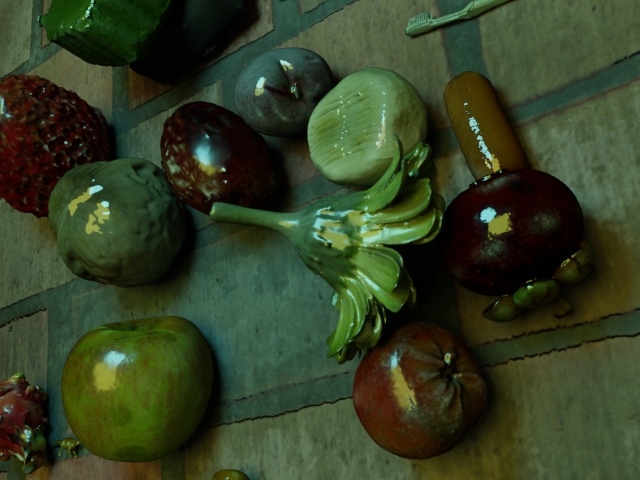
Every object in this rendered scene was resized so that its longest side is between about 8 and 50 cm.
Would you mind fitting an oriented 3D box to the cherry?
[{"bbox_3d":[-0.067,-0.248,1.180,0.176,0.140,0.176,-19,27,10],"label":"cherry"}]

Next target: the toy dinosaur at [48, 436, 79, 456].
[{"bbox_3d":[-0.496,0.404,1.381,0.113,0.026,0.041,-20,63,33],"label":"toy dinosaur"}]

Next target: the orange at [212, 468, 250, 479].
[{"bbox_3d":[-0.133,0.395,1.093,0.086,0.062,0.086,174,90,-73],"label":"orange"}]

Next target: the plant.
[{"bbox_3d":[0.038,0.005,0.952,0.297,0.261,0.305,16,98,29],"label":"plant"}]

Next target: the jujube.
[{"bbox_3d":[-0.175,-0.139,1.208,0.183,0.183,0.243,-45,50,17],"label":"jujube"}]

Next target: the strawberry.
[{"bbox_3d":[-0.592,-0.197,1.455,0.292,0.310,0.291,-7,77,32],"label":"strawberry"}]

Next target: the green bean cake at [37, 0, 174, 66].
[{"bbox_3d":[-0.384,-0.459,1.329,0.247,0.156,0.249,14,81,49],"label":"green bean cake"}]

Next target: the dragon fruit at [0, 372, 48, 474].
[{"bbox_3d":[-0.602,0.371,1.407,0.133,0.150,0.207,-28,62,-10],"label":"dragon fruit"}]

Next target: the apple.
[{"bbox_3d":[-0.303,0.248,1.188,0.246,0.246,0.226,0,95,36],"label":"apple"}]

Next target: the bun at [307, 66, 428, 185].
[{"bbox_3d":[0.075,-0.160,1.068,0.193,0.128,0.178,-17,66,44],"label":"bun"}]

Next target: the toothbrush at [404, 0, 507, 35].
[{"bbox_3d":[0.256,-0.357,1.053,0.294,0.026,0.028,-8,71,34],"label":"toothbrush"}]

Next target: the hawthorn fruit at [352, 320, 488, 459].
[{"bbox_3d":[0.123,0.193,0.905,0.173,0.173,0.172,-11,70,34],"label":"hawthorn fruit"}]

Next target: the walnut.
[{"bbox_3d":[-0.372,-0.034,1.293,0.248,0.248,0.248,-11,70,34],"label":"walnut"}]

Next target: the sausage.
[{"bbox_3d":[0.226,-0.154,0.984,0.076,0.076,0.197,-30,61,26],"label":"sausage"}]

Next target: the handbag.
[{"bbox_3d":[-0.272,-0.483,1.425,0.285,0.113,0.257,-31,54,34],"label":"handbag"}]

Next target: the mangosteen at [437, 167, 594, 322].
[{"bbox_3d":[0.243,0.010,0.873,0.200,0.200,0.199,-11,70,34],"label":"mangosteen"}]
